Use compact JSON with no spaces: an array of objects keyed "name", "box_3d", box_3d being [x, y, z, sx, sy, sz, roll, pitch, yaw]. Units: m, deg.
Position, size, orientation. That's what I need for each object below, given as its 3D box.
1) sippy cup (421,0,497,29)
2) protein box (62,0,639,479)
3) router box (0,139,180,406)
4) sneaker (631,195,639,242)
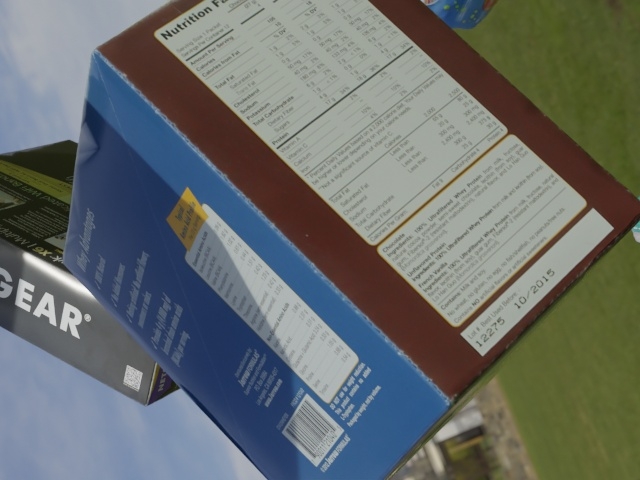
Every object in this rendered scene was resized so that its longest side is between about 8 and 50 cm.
[{"name":"sippy cup","box_3d":[0.146,-0.365,1.397,0.240,0.305,0.224,-56,-9,-49]},{"name":"protein box","box_3d":[0.000,0.000,0.593,0.201,0.136,0.200,45,151,11]},{"name":"router box","box_3d":[-0.194,0.014,1.124,0.243,0.309,0.081,-22,-48,-58]},{"name":"sneaker","box_3d":[0.411,-0.103,1.260,0.108,0.302,0.121,7,123,59]}]
